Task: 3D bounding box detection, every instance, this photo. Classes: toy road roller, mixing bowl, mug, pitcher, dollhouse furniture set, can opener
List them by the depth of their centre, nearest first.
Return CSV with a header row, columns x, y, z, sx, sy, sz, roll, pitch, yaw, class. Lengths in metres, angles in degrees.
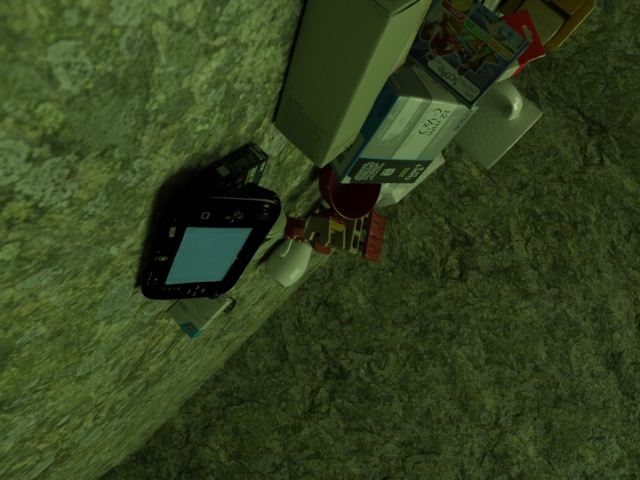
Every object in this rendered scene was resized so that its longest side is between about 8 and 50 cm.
x,y,z,sx,sy,sz,roll,pitch,yaw,class
0.063,-0.152,1.136,0.181,0.181,0.098,-43,-144,-22,mixing bowl
-0.317,0.208,1.271,0.186,0.073,0.059,-40,-174,36,can opener
0.034,-0.046,1.295,0.374,0.201,0.152,21,79,-60,dollhouse furniture set
0.714,-0.753,1.308,0.329,0.202,0.240,-52,-179,31,toy road roller
-0.095,0.036,1.413,0.207,0.125,0.178,-55,154,-12,pitcher
0.603,-0.484,1.606,0.276,0.328,0.374,-46,172,-3,mug

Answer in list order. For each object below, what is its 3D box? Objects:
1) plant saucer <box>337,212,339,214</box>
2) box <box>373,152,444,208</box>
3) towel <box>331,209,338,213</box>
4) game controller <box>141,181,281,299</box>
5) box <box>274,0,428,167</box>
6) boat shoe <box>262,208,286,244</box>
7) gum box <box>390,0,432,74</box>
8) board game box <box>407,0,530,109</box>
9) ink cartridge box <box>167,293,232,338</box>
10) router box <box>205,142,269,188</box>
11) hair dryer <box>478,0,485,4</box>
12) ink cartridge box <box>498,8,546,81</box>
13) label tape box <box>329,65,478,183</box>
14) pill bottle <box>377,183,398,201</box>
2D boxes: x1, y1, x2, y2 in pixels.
x,y,z,sx,sy,sz,roll,pitch,yaw,class
0.019,-0.042,1.727,0.199,0.036,0.198,-34,173,-5,plant saucer
0.252,-0.202,1.517,0.322,0.058,0.232,-37,-164,-35,box
0.199,-0.246,1.709,0.324,0.056,0.312,-41,171,-40,towel
-0.186,0.016,0.707,0.166,0.067,0.319,-9,153,-35,game controller
0.026,-0.231,0.591,0.094,0.113,0.275,-42,173,-30,box
-0.155,-0.018,0.917,0.079,0.084,0.233,-25,-169,37,boat shoe
0.101,-0.325,0.674,0.107,0.062,0.188,-44,173,-16,gum box
0.237,-0.348,0.769,0.136,0.201,0.035,-48,173,18,board game box
-0.283,0.155,1.035,0.122,0.088,0.052,-46,173,-1,ink cartridge box
-0.140,-0.089,0.702,0.092,0.038,0.122,-40,171,-36,router box
0.454,-0.620,0.986,0.293,0.080,0.223,-47,174,4,hair dryer
0.418,-0.464,1.098,0.231,0.134,0.078,-20,176,3,ink cartridge box
0.218,-0.249,1.001,0.348,0.115,0.249,-3,147,-32,label tape box
0.188,-0.239,1.263,0.283,0.160,0.160,-51,171,30,pill bottle
